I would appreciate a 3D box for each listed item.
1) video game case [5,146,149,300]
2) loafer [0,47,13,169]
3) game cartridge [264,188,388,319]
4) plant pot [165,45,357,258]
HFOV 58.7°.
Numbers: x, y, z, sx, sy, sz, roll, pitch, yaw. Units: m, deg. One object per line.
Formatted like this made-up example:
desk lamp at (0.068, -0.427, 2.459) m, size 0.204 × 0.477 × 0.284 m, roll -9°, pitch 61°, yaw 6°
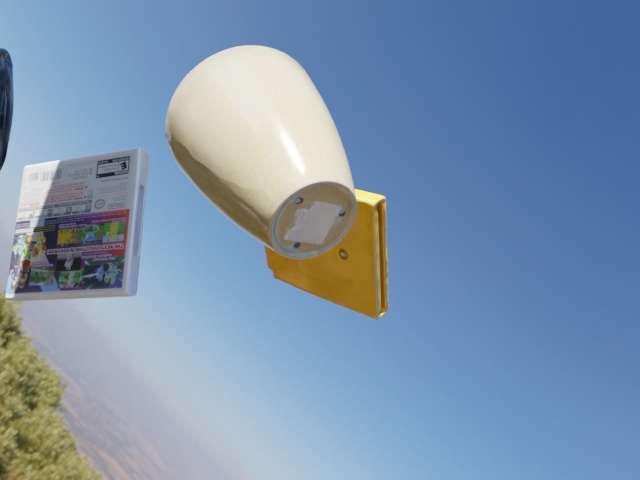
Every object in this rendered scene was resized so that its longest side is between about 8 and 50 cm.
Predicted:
video game case at (-0.309, -0.018, 0.721) m, size 0.201 × 0.183 × 0.023 m, roll -4°, pitch -14°, yaw 22°
loafer at (-0.347, -0.121, 0.593) m, size 0.062 × 0.061 × 0.170 m, roll 27°, pitch -51°, yaw -14°
game cartridge at (0.000, 0.000, 1.241) m, size 0.323 × 0.052 × 0.285 m, roll 20°, pitch -52°, yaw 35°
plant pot at (-0.064, -0.106, 0.827) m, size 0.274 × 0.256 × 0.256 m, roll 55°, pitch -12°, yaw 42°
